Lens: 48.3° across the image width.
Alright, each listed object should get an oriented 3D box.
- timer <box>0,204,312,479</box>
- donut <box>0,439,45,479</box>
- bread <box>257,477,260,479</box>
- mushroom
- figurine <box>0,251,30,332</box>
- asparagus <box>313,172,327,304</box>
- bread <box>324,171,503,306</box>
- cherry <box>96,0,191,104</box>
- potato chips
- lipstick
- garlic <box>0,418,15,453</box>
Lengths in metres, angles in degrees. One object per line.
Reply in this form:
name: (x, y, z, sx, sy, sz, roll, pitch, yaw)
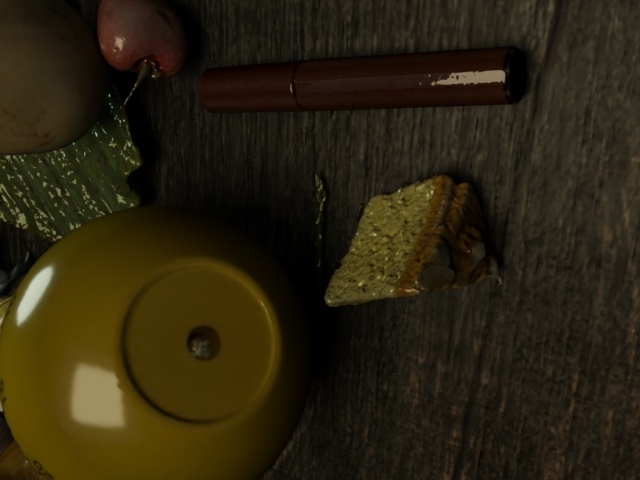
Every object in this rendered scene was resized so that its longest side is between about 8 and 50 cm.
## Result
timer: (-0.195, 0.143, 0.827, 0.376, 0.376, 0.387, 58, 151, 0)
donut: (-0.351, 0.427, 1.110, 0.360, 0.170, 0.360, 14, 119, 26)
bread: (-0.139, 0.296, 0.992, 0.130, 0.071, 0.139, 41, 121, 9)
mushroom: (-0.345, -0.203, 0.825, 0.206, 0.209, 0.206, 0, 139, 0)
figurine: (-0.476, 0.128, 1.102, 0.183, 0.128, 0.209, 12, 108, 25)
asparagus: (0.000, 0.000, 0.838, 0.016, 0.016, 0.163, 8, 109, 18)
bread: (0.084, 0.013, 0.719, 0.147, 0.152, 0.127, -14, 99, 42)
cherry: (-0.208, -0.239, 0.821, 0.087, 0.106, 0.126, -36, 86, 39)
potato chips: (-0.416, -0.167, 0.993, 0.358, 0.070, 0.429, -40, 86, 31)
lipstick: (0.029, -0.162, 0.739, 0.356, 0.057, 0.057, 4, 109, 28)
garlic: (-0.622, 0.324, 1.194, 0.207, 0.256, 0.207, 160, 90, -76)
